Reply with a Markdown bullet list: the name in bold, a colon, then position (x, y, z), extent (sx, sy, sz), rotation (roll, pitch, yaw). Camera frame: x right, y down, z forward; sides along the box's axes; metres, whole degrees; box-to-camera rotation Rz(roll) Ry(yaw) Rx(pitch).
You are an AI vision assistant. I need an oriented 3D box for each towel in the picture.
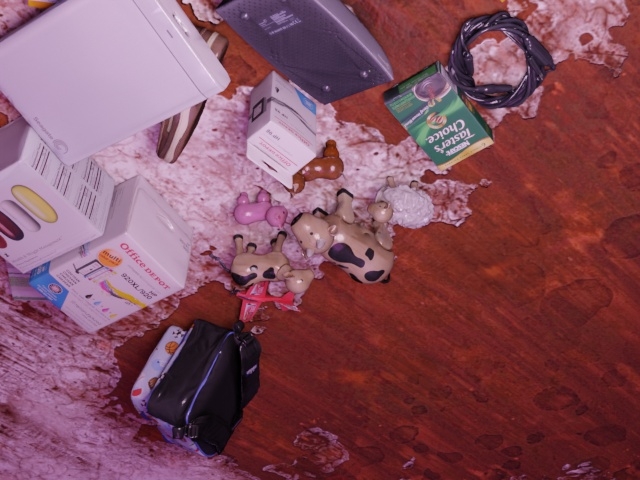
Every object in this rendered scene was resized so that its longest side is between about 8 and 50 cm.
- **towel**: position (-0.569, 0.063, 1.880), extent (0.113, 0.023, 0.152), rotation (3, 132, -6)

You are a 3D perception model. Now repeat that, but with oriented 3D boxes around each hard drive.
- **hard drive**: position (-0.346, -0.270, 1.474), extent (0.353, 0.047, 0.233), rotation (-19, 120, 31)
- **hard drive**: position (-0.018, -0.317, 1.453), extent (0.172, 0.054, 0.255), rotation (-13, 141, 43)

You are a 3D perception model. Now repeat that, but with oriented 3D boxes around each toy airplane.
- **toy airplane**: position (-0.112, 0.118, 1.925), extent (0.151, 0.028, 0.151), rotation (0, 135, 0)

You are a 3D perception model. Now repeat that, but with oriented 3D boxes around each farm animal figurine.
- **farm animal figurine**: position (0.000, 0.000, 1.713), extent (0.327, 0.172, 0.330), rotation (19, 131, -18)

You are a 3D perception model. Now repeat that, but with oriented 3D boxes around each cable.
- **cable**: position (0.283, -0.293, 1.530), extent (0.184, 0.047, 0.151), rotation (34, 130, -31)

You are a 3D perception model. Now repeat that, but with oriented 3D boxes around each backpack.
- **backpack**: position (-0.258, 0.322, 1.972), extent (0.213, 0.276, 0.263), rotation (17, 148, 26)

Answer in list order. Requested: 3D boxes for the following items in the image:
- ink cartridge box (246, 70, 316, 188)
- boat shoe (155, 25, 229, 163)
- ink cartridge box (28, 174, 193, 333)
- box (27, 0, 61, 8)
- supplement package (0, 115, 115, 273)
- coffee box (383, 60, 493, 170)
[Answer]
- **ink cartridge box**: position (-0.062, -0.182, 1.534), extent (0.104, 0.180, 0.060), rotation (35, 124, -29)
- **boat shoe**: position (-0.235, -0.246, 1.547), extent (0.095, 0.095, 0.257), rotation (26, 124, -5)
- **ink cartridge box**: position (-0.382, 0.027, 1.740), extent (0.233, 0.168, 0.171), rotation (-25, 128, 21)
- **box**: position (-0.402, -0.414, 1.417), extent (0.081, 0.028, 0.136), rotation (6, 131, -6)
- **supplement package**: position (-0.509, -0.083, 1.648), extent (0.194, 0.149, 0.203), rotation (-25, 130, 22)
- **coffee box**: position (0.204, -0.209, 1.605), extent (0.113, 0.040, 0.184), rotation (-27, 128, 23)
